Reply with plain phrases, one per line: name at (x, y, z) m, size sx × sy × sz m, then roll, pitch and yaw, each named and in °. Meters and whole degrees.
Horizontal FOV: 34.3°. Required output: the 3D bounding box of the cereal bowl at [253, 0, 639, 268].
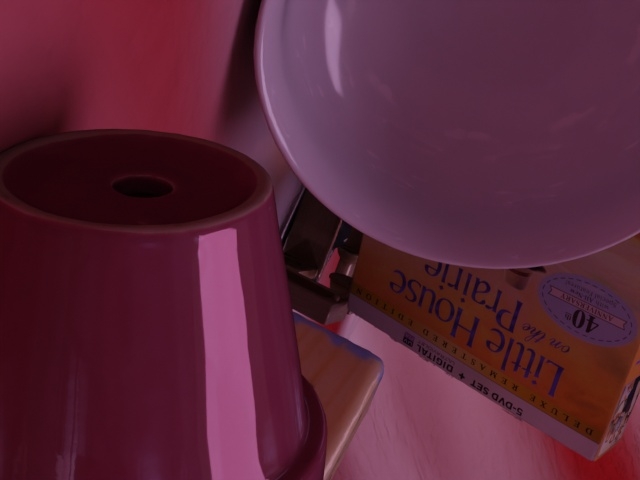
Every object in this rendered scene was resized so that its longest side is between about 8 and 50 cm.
cereal bowl at (0.128, -0.148, 0.757) m, size 0.141 × 0.339 × 0.339 m, roll -78°, pitch -173°, yaw -52°

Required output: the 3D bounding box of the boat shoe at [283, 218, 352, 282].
boat shoe at (0.047, -0.049, 1.296) m, size 0.340 × 0.113 × 0.127 m, roll -64°, pitch 173°, yaw 12°

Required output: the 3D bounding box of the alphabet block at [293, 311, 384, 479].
alphabet block at (-0.072, 0.179, 0.990) m, size 0.197 × 0.193 × 0.192 m, roll -60°, pitch 170°, yaw -23°

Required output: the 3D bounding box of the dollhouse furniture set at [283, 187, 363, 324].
dollhouse furniture set at (0.000, 0.000, 1.147) m, size 0.151 × 0.144 × 0.123 m, roll -7°, pitch 120°, yaw -63°

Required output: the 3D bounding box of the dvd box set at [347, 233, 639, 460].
dvd box set at (0.189, -0.051, 0.931) m, size 0.062 × 0.308 × 0.420 m, roll -21°, pitch 132°, yaw -45°

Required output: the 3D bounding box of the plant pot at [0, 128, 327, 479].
plant pot at (-0.093, 0.050, 0.500) m, size 0.201 × 0.201 × 0.180 m, roll -49°, pitch 147°, yaw -61°
